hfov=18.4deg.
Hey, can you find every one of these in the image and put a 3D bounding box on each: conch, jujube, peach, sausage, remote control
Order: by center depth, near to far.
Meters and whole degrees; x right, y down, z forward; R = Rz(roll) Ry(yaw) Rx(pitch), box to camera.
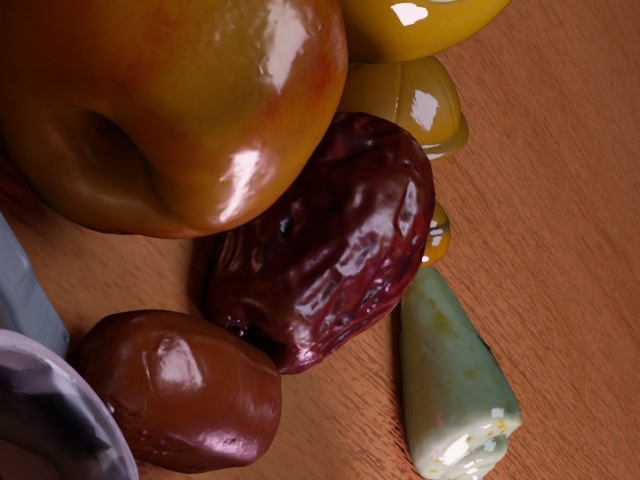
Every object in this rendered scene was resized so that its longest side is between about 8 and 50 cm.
[{"bbox_3d":[-0.228,0.038,1.472,0.061,0.029,0.162,-74,147,-45],"label":"remote control"},{"bbox_3d":[-0.116,-0.163,1.515,0.289,0.289,0.308,63,34,-37],"label":"peach"},{"bbox_3d":[-0.111,0.124,1.599,0.258,0.133,0.133,34,50,-62],"label":"sausage"},{"bbox_3d":[0.000,0.000,1.861,0.290,0.197,0.197,-56,134,-40],"label":"jujube"},{"bbox_3d":[0.148,0.164,2.275,0.143,0.137,0.251,15,44,-38],"label":"conch"}]

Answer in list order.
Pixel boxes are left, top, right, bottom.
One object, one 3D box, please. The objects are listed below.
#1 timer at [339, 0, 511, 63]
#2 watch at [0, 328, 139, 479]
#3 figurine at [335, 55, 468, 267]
[{"bbox_3d":[0.038,-0.358,1.958,0.387,0.376,0.376,35,-26,54],"label":"timer"},{"bbox_3d":[-0.214,0.185,1.306,0.231,0.196,0.244,58,22,3],"label":"watch"},{"bbox_3d":[0.078,-0.096,2.117,0.192,0.167,0.257,-86,161,-64],"label":"figurine"}]
